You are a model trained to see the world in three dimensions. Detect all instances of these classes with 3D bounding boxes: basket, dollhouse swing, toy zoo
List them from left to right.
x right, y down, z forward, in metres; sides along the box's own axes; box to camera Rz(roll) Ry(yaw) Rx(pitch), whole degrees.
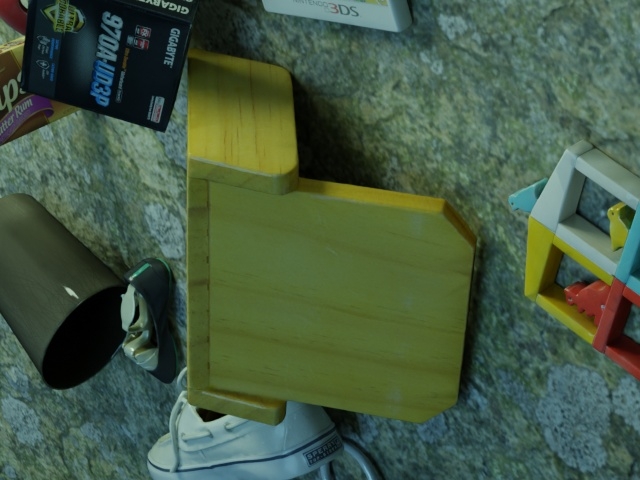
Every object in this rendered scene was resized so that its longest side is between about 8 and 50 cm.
[{"bbox_3d":[-0.376,0.057,2.444,0.227,0.154,0.204,47,141,25],"label":"basket"},{"bbox_3d":[0.000,0.000,2.014,0.315,0.305,0.347,-95,6,-53],"label":"dollhouse swing"},{"bbox_3d":[0.294,0.034,1.697,0.293,0.030,0.192,38,139,29],"label":"toy zoo"}]

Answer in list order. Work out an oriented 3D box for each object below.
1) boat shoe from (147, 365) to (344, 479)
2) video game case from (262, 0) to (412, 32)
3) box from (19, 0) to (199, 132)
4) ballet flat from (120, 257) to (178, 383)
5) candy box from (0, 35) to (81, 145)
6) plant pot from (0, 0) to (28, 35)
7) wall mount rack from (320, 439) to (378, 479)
[{"bbox_3d":[-0.123,0.218,2.242,0.367,0.136,0.156,-14,101,57],"label":"boat shoe"},{"bbox_3d":[-0.014,-0.323,1.810,0.206,0.026,0.227,16,134,45],"label":"video game case"},{"bbox_3d":[-0.232,-0.216,1.957,0.175,0.051,0.220,16,149,-5],"label":"box"},{"bbox_3d":[-0.231,0.115,2.367,0.074,0.074,0.203,31,135,35],"label":"ballet flat"},{"bbox_3d":[-0.380,-0.189,2.241,0.053,0.186,0.109,6,117,48],"label":"candy box"},{"bbox_3d":[-0.268,-0.334,2.010,0.174,0.191,0.191,-21,97,47],"label":"plant pot"},{"bbox_3d":[0.065,0.413,2.130,0.304,0.130,0.350,-23,90,58],"label":"wall mount rack"}]
